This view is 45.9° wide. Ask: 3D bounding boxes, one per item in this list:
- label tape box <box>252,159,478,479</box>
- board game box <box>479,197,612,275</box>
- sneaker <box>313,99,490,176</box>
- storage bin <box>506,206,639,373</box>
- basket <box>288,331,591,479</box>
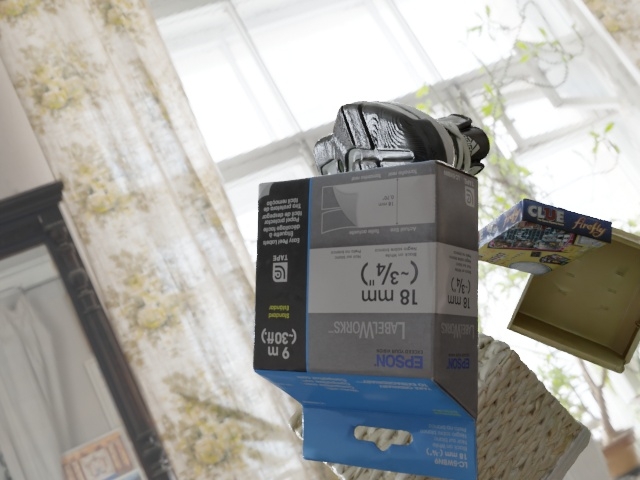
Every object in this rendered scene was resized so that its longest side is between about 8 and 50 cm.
[{"bbox_3d":[0.047,0.093,0.845,0.241,0.333,0.106,-4,-9,36],"label":"label tape box"},{"bbox_3d":[0.385,0.000,1.369,0.165,0.042,0.243,14,-19,-9],"label":"board game box"},{"bbox_3d":[0.159,-0.150,1.143,0.258,0.169,0.447,-18,6,-12],"label":"sneaker"},{"bbox_3d":[0.557,0.100,1.553,0.123,0.260,0.262,-34,-35,-71],"label":"storage bin"},{"bbox_3d":[0.176,0.308,1.222,0.331,0.266,0.328,-49,31,-9],"label":"basket"}]
